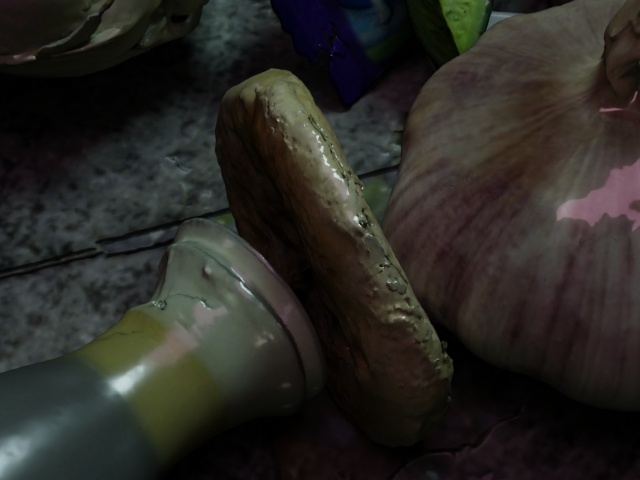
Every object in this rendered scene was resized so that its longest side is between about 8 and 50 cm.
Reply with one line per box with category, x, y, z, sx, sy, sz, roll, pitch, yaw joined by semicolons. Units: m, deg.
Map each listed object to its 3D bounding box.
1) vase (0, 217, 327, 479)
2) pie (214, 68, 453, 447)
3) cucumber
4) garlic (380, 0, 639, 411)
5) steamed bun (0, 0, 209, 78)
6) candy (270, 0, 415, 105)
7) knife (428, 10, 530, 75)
vase;-0.150;0.124;0.818;0.321;0.173;0.173;-37;59;-24
pie;0.003;-0.001;0.874;0.052;0.185;0.218;-21;49;-14
cucumber;0.083;-0.204;0.992;0.046;0.070;0.220;9;84;53
garlic;0.159;-0.053;0.853;0.245;0.253;0.245;1;54;-2
steamed bun;-0.194;-0.215;1.033;0.268;0.207;0.280;26;24;-26
candy;0.066;-0.219;1.048;0.275;0.145;0.070;-46;30;-24
knife;0.195;-0.096;1.002;0.265;0.040;0.073;11;74;14
